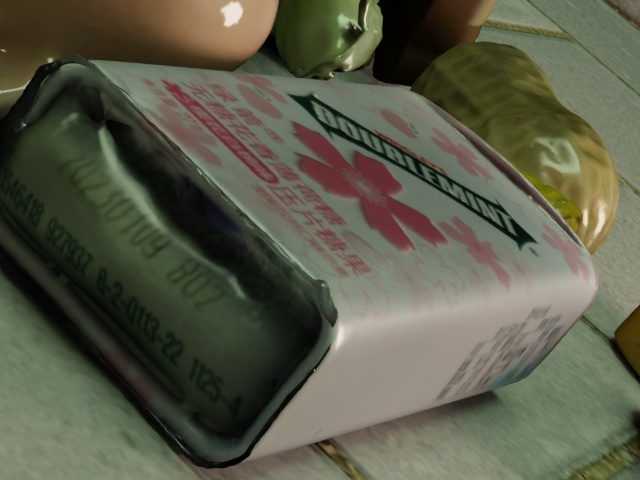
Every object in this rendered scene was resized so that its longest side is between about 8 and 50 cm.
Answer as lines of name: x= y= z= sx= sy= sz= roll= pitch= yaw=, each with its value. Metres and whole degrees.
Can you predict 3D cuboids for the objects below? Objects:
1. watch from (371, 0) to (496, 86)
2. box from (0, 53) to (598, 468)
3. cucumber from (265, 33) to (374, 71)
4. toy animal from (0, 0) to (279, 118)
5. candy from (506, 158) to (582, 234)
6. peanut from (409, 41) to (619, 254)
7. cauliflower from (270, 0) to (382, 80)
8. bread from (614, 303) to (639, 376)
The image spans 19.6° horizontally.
watch: x=-0.004 y=-0.325 z=1.534 sx=0.327 sy=0.314 sz=0.335 roll=20 pitch=33 yaw=-13
box: x=0.000 y=0.000 z=0.938 sx=0.190 sy=0.112 sz=0.369 roll=42 pitch=18 yaw=17
cucumber: x=-0.073 y=-0.210 z=1.384 sx=0.265 sy=0.077 sz=0.077 roll=36 pitch=18 yaw=-14
toy animal: x=-0.156 y=-0.205 z=0.994 sx=0.326 sy=0.269 sz=0.237 roll=8 pitch=12 yaw=14
candy: x=0.060 y=-0.032 z=1.168 sx=0.199 sy=0.094 sz=0.106 roll=35 pitch=17 yaw=16
peanut: x=0.135 y=-0.063 z=1.341 sx=0.136 sy=0.120 sz=0.298 roll=58 pitch=6 yaw=-29
cauliflower: x=-0.039 y=-0.248 z=1.240 sx=0.260 sy=0.327 sz=0.281 roll=-46 pitch=119 yaw=-70
bread: x=0.290 y=0.091 z=1.324 sx=0.149 sy=0.073 sz=0.122 roll=28 pitch=22 yaw=-27
